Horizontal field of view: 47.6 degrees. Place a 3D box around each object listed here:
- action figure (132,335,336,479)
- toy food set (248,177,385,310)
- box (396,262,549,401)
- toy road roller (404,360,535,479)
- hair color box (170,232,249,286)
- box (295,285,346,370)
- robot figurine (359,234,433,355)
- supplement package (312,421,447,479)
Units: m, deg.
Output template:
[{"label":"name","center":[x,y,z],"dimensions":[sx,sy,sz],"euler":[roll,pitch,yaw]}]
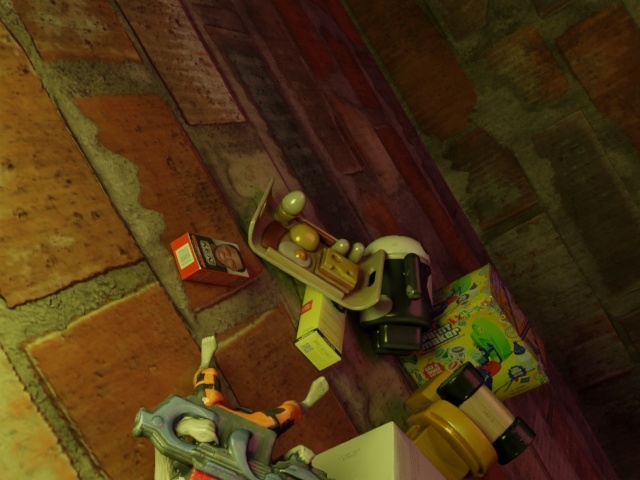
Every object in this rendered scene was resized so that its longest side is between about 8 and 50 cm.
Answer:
[{"label":"action figure","center":[-0.086,0.302,0.970],"dimensions":[0.341,0.178,0.330],"euler":[31,31,-4]},{"label":"toy food set","center":[0.000,0.000,1.529],"dimensions":[0.306,0.092,0.219],"euler":[32,28,-10]},{"label":"box","center":[0.372,0.262,1.832],"dimensions":[0.279,0.290,0.177],"euler":[53,24,-14]},{"label":"toy road roller","center":[0.256,0.413,1.504],"dimensions":[0.202,0.241,0.329],"euler":[48,-20,9]},{"label":"hair color box","center":[-0.188,0.035,1.246],"dimensions":[0.141,0.043,0.072],"euler":[16,47,-60]},{"label":"box","center":[0.006,0.154,1.493],"dimensions":[0.087,0.058,0.232],"euler":[49,25,-23]},{"label":"robot figurine","center":[0.179,0.126,1.694],"dimensions":[0.174,0.209,0.278],"euler":[26,57,-47]},{"label":"supplement package","center":[0.129,0.478,1.192],"dimensions":[0.293,0.178,0.175],"euler":[49,24,-23]}]
